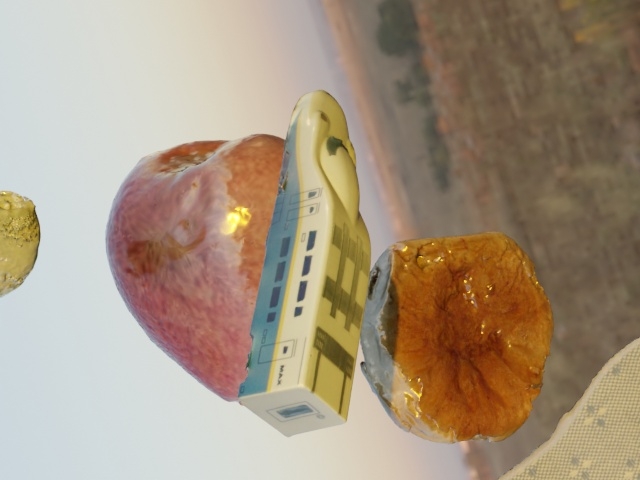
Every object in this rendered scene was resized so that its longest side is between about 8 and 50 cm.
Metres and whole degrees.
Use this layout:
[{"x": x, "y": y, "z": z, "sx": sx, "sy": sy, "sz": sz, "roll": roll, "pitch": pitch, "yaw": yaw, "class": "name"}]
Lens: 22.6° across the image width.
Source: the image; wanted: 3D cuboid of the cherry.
[{"x": -0.083, "y": 0.017, "z": 1.526, "sx": 0.206, "sy": 0.239, "sz": 0.239, "roll": -58, "pitch": -44, "yaw": -52, "class": "cherry"}]

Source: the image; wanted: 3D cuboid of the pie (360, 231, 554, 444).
[{"x": 0.116, "y": 0.082, "z": 1.315, "sx": 0.046, "sy": 0.195, "sz": 0.195, "roll": -7, "pitch": 103, "yaw": 56, "class": "pie"}]

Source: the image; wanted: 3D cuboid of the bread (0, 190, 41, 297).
[{"x": -0.339, "y": 0.014, "z": 1.274, "sx": 0.172, "sy": 0.232, "sz": 0.064, "roll": 51, "pitch": -164, "yaw": -16, "class": "bread"}]

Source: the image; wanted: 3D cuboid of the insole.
[{"x": 0.240, "y": 0.183, "z": 1.384, "sx": 0.109, "sy": 0.322, "sz": 0.007, "roll": 51, "pitch": -161, "yaw": 11, "class": "insole"}]

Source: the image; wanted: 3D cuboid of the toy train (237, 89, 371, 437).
[{"x": 0.000, "y": 0.000, "z": 0.946, "sx": 0.052, "sy": 0.051, "sz": 0.233, "roll": 44, "pitch": -137, "yaw": -40, "class": "toy train"}]
